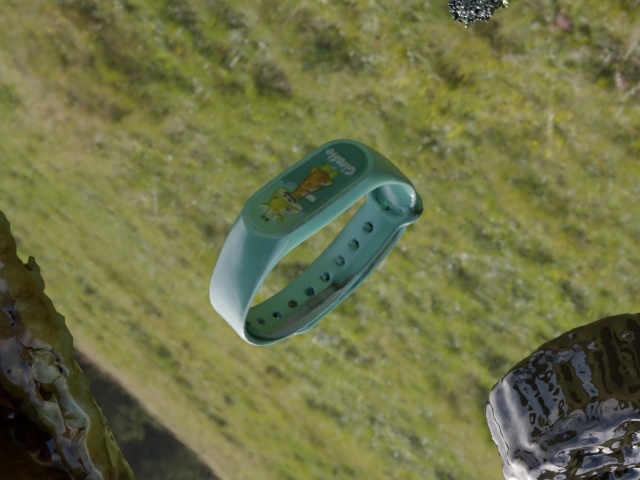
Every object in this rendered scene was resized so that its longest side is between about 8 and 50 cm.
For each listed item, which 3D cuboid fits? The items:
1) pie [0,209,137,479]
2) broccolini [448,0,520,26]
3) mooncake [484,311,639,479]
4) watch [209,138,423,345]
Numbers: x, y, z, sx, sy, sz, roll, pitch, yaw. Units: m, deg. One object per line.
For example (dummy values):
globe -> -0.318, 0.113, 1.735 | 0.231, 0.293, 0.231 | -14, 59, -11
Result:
pie -> -0.292, 0.143, 0.834 | 0.418, 0.180, 0.395 | -15, 100, 59
broccolini -> 0.191, -0.261, 1.208 | 0.067, 0.058, 0.216 | -10, -176, 22
mooncake -> 0.286, 0.181, 1.141 | 0.228, 0.228, 0.124 | 67, -178, -57
watch -> 0.000, 0.000, 1.070 | 0.068, 0.237, 0.195 | 41, 159, 27
